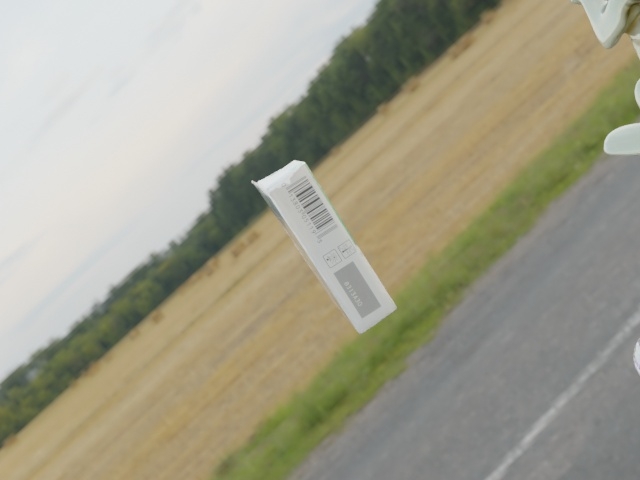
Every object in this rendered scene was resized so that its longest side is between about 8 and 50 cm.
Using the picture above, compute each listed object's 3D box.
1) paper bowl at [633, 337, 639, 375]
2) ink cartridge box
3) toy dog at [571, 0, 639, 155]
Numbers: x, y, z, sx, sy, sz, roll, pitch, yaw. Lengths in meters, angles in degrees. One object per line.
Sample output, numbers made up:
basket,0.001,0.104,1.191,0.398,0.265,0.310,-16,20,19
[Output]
paper bowl,0.478,0.116,1.362,0.284,0.284,0.148,-49,-19,-69
ink cartridge box,0.000,0.000,1.442,0.056,0.181,0.224,-33,8,-1
toy dog,0.518,-0.344,1.812,0.285,0.408,0.395,-23,14,-21
